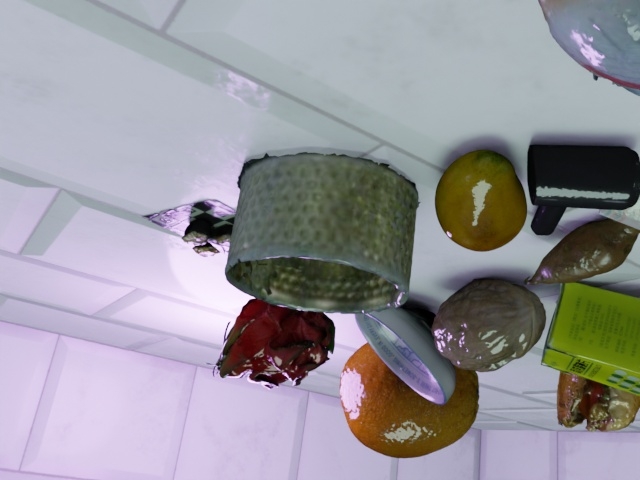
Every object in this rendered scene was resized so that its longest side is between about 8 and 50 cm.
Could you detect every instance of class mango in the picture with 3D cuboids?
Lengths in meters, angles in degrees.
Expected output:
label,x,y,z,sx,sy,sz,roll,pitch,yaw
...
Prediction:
label,x,y,z,sx,sy,sz,roll,pitch,yaw
mango,0.195,-0.049,0.759,0.111,0.089,0.163,-16,140,24

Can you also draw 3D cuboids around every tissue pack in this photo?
label,x,y,z,sx,sy,sz,roll,pitch,yaw
tissue pack,0.396,-0.035,0.733,0.108,0.023,0.056,24,137,16

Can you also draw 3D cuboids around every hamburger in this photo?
label,x,y,z,sx,sy,sz,roll,pitch,yaw
hamburger,0.584,0.283,1.264,0.163,0.244,0.244,13,161,17

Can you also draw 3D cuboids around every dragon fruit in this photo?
label,x,y,z,sx,sy,sz,roll,pitch,yaw
dragon fruit,-0.110,0.225,1.351,0.293,0.234,0.234,-22,173,-29

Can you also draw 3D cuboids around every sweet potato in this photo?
label,x,y,z,sx,sy,sz,roll,pitch,yaw
sweet potato,0.393,0.001,0.839,0.074,0.075,0.269,17,146,-21

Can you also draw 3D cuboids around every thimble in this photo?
label,x,y,z,sx,sy,sz,roll,pitch,yaw
thimble,0.000,0.000,0.865,0.270,0.150,0.271,7,159,3

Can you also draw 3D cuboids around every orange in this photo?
label,x,y,z,sx,sy,sz,roll,pitch,yaw
orange,0.231,0.401,1.594,0.357,0.322,0.322,-6,156,11

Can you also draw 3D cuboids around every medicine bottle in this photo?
label,x,y,z,sx,sy,sz,roll,pitch,yaw
medicine bottle,0.529,0.180,1.082,0.250,0.141,0.137,16,164,21

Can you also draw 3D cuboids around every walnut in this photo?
label,x,y,z,sx,sy,sz,roll,pitch,yaw
walnut,0.314,0.152,1.128,0.178,0.178,0.230,16,153,-18

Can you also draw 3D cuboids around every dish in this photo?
label,x,y,z,sx,sy,sz,roll,pitch,yaw
dish,0.216,0.217,1.356,0.273,0.134,0.273,45,166,15

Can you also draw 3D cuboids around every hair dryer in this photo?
label,x,y,z,sx,sy,sz,roll,pitch,yaw
hair dryer,0.308,-0.042,0.766,0.114,0.071,0.248,3,162,13

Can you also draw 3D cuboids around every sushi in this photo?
label,x,y,z,sx,sy,sz,roll,pitch,yaw
sushi,-0.181,0.001,1.087,0.192,0.040,0.210,-10,152,38

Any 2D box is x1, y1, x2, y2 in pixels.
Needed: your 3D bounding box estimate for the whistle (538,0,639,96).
label,x,y,z,sx,sy,sz,roll,pitch,yaw
whistle,0.236,-0.150,0.396,0.189,0.189,0.348,-1,168,23
